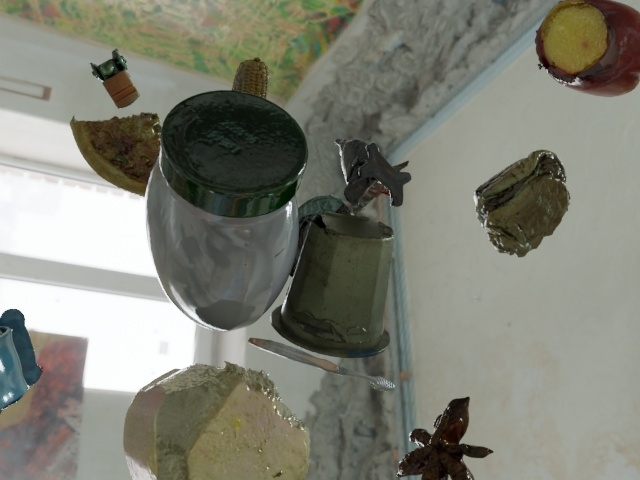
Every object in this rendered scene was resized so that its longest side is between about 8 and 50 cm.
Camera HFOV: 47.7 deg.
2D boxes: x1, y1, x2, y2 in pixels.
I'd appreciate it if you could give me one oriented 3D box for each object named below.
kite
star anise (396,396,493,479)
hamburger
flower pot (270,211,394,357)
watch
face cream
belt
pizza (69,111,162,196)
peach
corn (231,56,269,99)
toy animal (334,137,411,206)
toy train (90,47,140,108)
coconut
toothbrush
[{"bbox_3d":[0.125,-0.124,1.768,0.232,0.189,0.009,-43,-127,34],"label":"kite"},{"bbox_3d":[0.241,0.428,1.466,0.196,0.111,0.212,-26,-123,46],"label":"star anise"},{"bbox_3d":[0.401,-0.081,1.456,0.206,0.183,0.130,-41,-136,-1],"label":"hamburger"},{"bbox_3d":[0.029,0.064,1.229,0.212,0.212,0.202,-138,-127,-62],"label":"flower pot"},{"bbox_3d":[-0.464,0.171,0.933,0.193,0.211,0.211,-171,-88,-67],"label":"watch"},{"bbox_3d":[-0.157,-0.035,1.136,0.312,0.219,0.357,63,-28,29],"label":"face cream"},{"bbox_3d":[0.000,0.000,1.509,0.198,0.151,0.078,-69,162,-4],"label":"belt"},{"bbox_3d":[-0.421,-0.210,1.634,0.197,0.292,0.058,-53,-169,-12],"label":"pizza"},{"bbox_3d":[0.534,-0.383,1.422,0.196,0.226,0.190,-61,169,-23],"label":"peach"},{"bbox_3d":[-0.131,-0.217,1.271,0.068,0.068,0.207,-127,-133,-59],"label":"corn"},{"bbox_3d":[0.078,-0.132,1.416,0.117,0.121,0.210,-58,-154,5],"label":"toy animal"},{"bbox_3d":[-0.247,-0.195,0.884,0.044,0.064,0.103,-33,-164,-5],"label":"toy train"},{"bbox_3d":[-0.194,0.361,1.303,0.309,0.297,0.297,-15,-114,57],"label":"coconut"},{"bbox_3d":[0.007,0.283,1.650,0.037,0.375,0.028,-39,-146,53],"label":"toothbrush"}]
